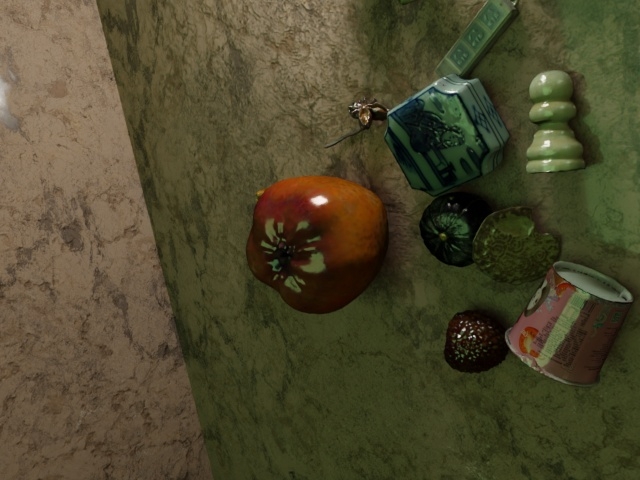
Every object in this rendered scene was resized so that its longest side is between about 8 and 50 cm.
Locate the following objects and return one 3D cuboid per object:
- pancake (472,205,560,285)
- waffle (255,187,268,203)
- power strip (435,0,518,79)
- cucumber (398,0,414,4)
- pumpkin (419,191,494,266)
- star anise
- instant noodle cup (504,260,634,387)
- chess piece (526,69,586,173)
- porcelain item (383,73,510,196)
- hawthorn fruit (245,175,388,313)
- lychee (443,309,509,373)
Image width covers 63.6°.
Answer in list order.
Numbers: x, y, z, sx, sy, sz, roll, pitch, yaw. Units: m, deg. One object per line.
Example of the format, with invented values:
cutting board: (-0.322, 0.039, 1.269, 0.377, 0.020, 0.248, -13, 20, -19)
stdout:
pancake: (0.511, 0.018, 1.357, 0.212, 0.029, 0.235, -36, 105, 16)
waffle: (-0.123, -0.079, 2.006, 0.328, 0.098, 0.224, 14, 111, 41)
power strip: (0.407, -0.521, 1.358, 0.078, 0.052, 0.272, 53, 133, 16)
cucumber: (0.249, -0.778, 1.332, 0.325, 0.145, 0.105, 82, 172, -63)
pumpkin: (0.390, -0.032, 1.461, 0.221, 0.162, 0.220, 24, 123, 42)
star anise: (0.117, -0.352, 1.683, 0.219, 0.148, 0.227, 13, 147, 8)
instant noodle cup: (0.613, 0.195, 1.270, 0.243, 0.243, 0.231, 32, 118, 34)
chess piece: (0.561, -0.285, 1.245, 0.133, 0.133, 0.243, 0, 96, 45)
porcelain item: (0.333, -0.280, 1.402, 0.286, 0.157, 0.281, -22, 101, 47)
hawthorn fruit: (0.000, 0.000, 1.667, 0.472, 0.472, 0.471, 17, 115, 41)
lychee: (0.454, 0.297, 1.505, 0.188, 0.188, 0.188, 17, 115, 41)
